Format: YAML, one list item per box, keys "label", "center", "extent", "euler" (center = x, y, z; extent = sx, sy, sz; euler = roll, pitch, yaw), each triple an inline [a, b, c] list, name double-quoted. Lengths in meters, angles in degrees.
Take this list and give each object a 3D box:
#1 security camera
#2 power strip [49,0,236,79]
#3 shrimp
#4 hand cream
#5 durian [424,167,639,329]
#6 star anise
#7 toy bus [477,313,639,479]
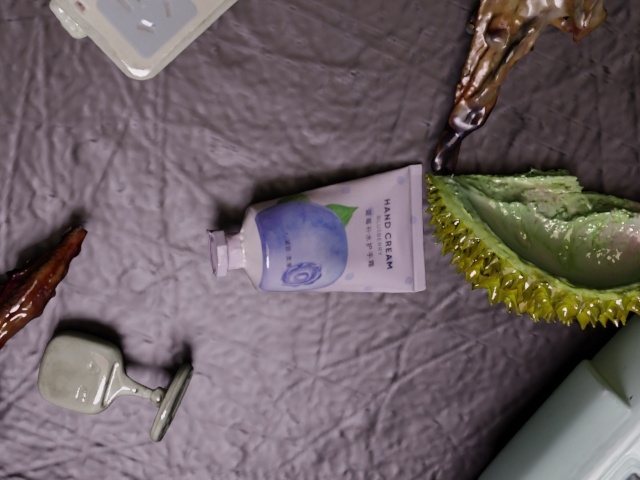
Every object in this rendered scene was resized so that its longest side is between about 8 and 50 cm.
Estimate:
- label: "security camera"
  center: [-0.134, 0.089, 0.776]
  extent: [0.092, 0.058, 0.058]
  euler: [23, 102, 3]
- label: "power strip"
  center: [-0.054, -0.214, 0.700]
  extent: [0.270, 0.046, 0.118]
  euler: [-41, 103, 6]
- label: "shrimp"
  center: [0.153, -0.146, 0.724]
  extent: [0.117, 0.066, 0.262]
  euler: [18, 106, -9]
- label: "hand cream"
  center: [0.000, 0.000, 0.761]
  extent: [0.142, 0.053, 0.084]
  euler: [-6, 104, -13]
- label: "durian"
  center: [0.168, 0.006, 0.761]
  extent: [0.215, 0.086, 0.100]
  euler: [7, 90, -7]
- label: "star anise"
  center: [-0.253, 0.059, 0.752]
  extent: [0.157, 0.053, 0.212]
  euler: [23, 103, -10]
- label: "toy bus"
  center: [0.186, 0.185, 0.776]
  extent: [0.164, 0.133, 0.271]
  euler: [38, 98, -13]
